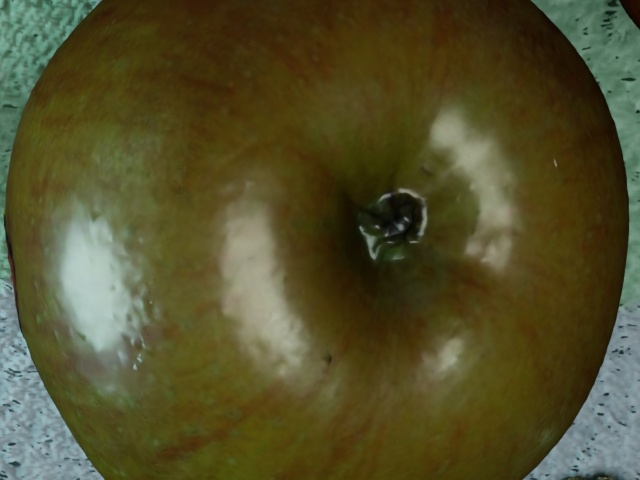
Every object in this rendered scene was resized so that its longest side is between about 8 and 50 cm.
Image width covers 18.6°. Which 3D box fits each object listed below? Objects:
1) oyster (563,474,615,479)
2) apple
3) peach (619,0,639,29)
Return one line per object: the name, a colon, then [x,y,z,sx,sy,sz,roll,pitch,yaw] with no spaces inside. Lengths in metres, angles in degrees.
oyster: [0.197,0.203,1.456,0.083,0.038,0.081,17,117,-37]
apple: [0.000,0.000,1.198,0.400,0.333,0.400,-3,106,-10]
peach: [0.279,-0.239,1.219,0.232,0.232,0.257,-3,125,-5]
